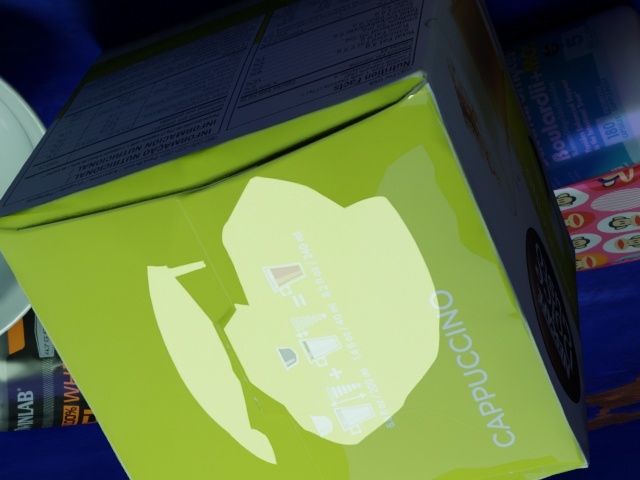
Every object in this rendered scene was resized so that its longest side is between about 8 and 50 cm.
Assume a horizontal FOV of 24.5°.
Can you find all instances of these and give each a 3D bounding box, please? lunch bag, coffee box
[{"bbox_3d":[0.278,-0.051,1.620,0.258,0.120,0.293,-14,158,9],"label":"lunch bag"},{"bbox_3d":[0.000,0.000,1.172,0.338,0.334,0.337,-17,115,17],"label":"coffee box"}]

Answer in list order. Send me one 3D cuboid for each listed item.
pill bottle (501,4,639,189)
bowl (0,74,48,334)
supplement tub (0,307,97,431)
[{"bbox_3d":[0.192,-0.114,1.396,0.264,0.146,0.146,-19,156,18],"label":"pill bottle"},{"bbox_3d":[-0.360,-0.051,1.245,0.298,0.134,0.297,-2,113,-5],"label":"bowl"},{"bbox_3d":[-0.267,0.099,1.627,0.338,0.207,0.207,-5,157,-14],"label":"supplement tub"}]
